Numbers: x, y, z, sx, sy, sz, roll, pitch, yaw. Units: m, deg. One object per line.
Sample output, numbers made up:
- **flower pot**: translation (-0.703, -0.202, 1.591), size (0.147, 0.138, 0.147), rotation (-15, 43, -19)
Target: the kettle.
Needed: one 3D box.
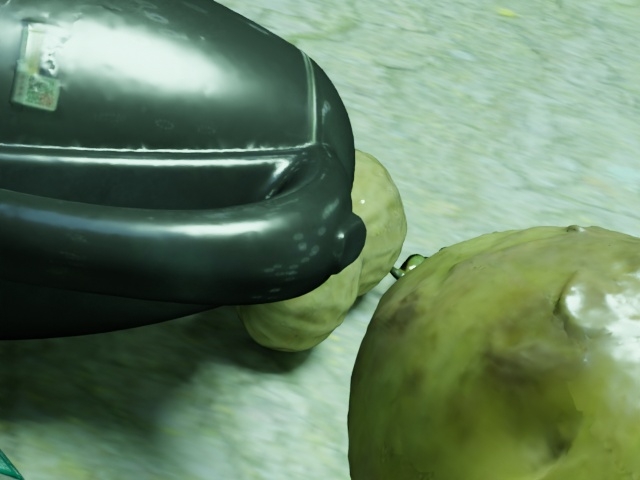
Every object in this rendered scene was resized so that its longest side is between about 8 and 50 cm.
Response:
- **kettle**: translation (-0.120, -0.033, 0.912), size (0.290, 0.207, 0.268), rotation (7, 19, -12)

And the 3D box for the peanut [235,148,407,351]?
- **peanut**: translation (0.000, 0.000, 1.080), size (0.082, 0.082, 0.187), rotation (25, 30, 12)

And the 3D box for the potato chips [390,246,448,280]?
- **potato chips**: translation (0.136, 0.059, 1.100), size (0.207, 0.028, 0.092), rotation (31, 34, 25)

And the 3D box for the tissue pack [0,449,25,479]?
- **tissue pack**: translation (-0.197, 0.093, 0.827), size (0.111, 0.079, 0.085), rotation (41, 2, 33)

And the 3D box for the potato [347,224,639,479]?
- **potato**: translation (0.147, 0.115, 0.820), size (0.301, 0.289, 0.237), rotation (-32, 27, -10)
